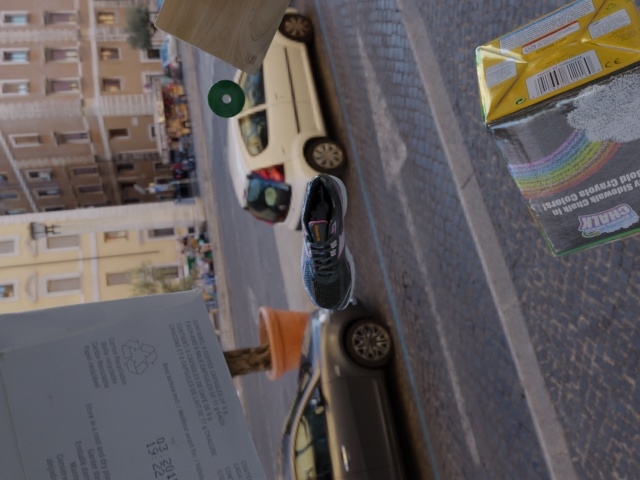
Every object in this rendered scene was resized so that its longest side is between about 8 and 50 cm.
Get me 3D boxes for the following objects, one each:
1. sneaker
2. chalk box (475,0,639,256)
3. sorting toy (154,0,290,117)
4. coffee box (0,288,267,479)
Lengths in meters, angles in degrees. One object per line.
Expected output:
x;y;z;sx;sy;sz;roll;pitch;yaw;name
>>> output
0.000;0.000;0.782;0.077;0.072;0.178;28;-125;-78;sneaker
0.242;-0.084;0.550;0.213;0.132;0.132;50;-147;-34;chalk box
-0.107;-0.295;0.753;0.274;0.132;0.046;-65;12;7;sorting toy
-0.275;0.279;0.587;0.334;0.338;0.337;-41;64;44;coffee box
